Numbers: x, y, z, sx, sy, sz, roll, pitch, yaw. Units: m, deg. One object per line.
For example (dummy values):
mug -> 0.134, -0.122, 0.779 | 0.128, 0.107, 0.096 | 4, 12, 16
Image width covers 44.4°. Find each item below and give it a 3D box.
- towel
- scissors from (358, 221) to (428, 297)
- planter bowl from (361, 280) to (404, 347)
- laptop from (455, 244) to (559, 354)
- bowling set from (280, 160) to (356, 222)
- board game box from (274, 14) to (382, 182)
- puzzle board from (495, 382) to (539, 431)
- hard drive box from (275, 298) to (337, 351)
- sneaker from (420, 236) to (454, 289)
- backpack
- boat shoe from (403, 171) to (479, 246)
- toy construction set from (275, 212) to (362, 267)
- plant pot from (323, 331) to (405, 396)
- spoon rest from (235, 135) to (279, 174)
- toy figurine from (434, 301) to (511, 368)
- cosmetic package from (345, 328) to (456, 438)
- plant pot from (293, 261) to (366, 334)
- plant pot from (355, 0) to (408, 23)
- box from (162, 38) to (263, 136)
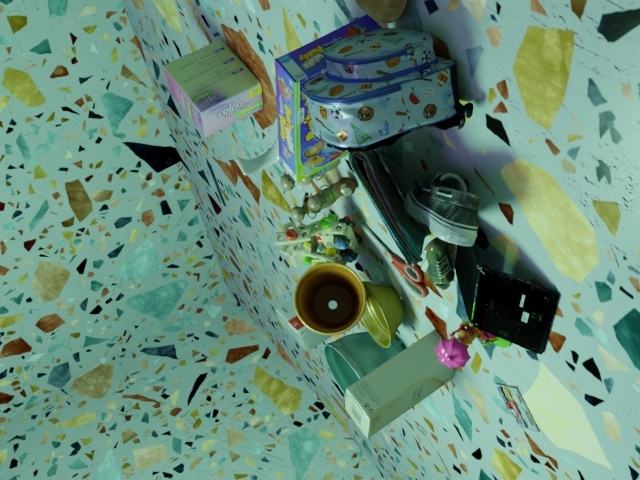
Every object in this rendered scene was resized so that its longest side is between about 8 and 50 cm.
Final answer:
towel -> 0.158, -0.091, 1.749 | 0.271, 0.040, 0.370 | 60, -168, -2
scissors -> 0.195, 0.054, 2.166 | 0.297, 0.021, 0.109 | 40, 156, 43
planter bowl -> 0.184, 0.198, 2.303 | 0.217, 0.090, 0.217 | 55, 160, 31
laptop -> 0.393, 0.090, 1.700 | 0.264, 0.136, 0.234 | 22, 147, 22
bowling set -> -0.013, -0.165, 2.167 | 0.200, 0.154, 0.287 | 34, 150, 55
board game box -> 0.021, -0.302, 1.725 | 0.078, 0.233, 0.347 | 52, 161, 24
puzzle board -> 0.490, 0.418, 1.962 | 0.128, 0.011, 0.096 | 61, 163, -7
hard drive box -> -0.005, 0.249, 2.680 | 0.181, 0.232, 0.089 | 37, 152, 50
sneaker -> 0.288, 0.059, 1.852 | 0.086, 0.064, 0.192 | 55, 169, 20
backpack -> 0.103, -0.280, 1.483 | 0.276, 0.263, 0.213 | 28, 144, 61
boat shoe -> 0.265, -0.080, 1.618 | 0.335, 0.121, 0.119 | -123, 51, -73
toy construction set -> 0.000, 0.000, 2.278 | 0.215, 0.151, 0.327 | 9, 173, 19
plant pot -> 0.172, 0.409, 2.512 | 0.293, 0.196, 0.293 | 52, 162, 25
spoon rest -> -0.093, -0.267, 2.094 | 0.137, 0.276, 0.084 | 62, -166, 11
toy figurine -> 0.335, 0.235, 1.846 | 0.130, 0.159, 0.173 | 61, 163, -4
cosmetic package -> 0.223, 0.396, 2.166 | 0.113, 0.309, 0.160 | 51, 162, 27
plant pot -> 0.033, 0.177, 2.279 | 0.205, 0.205, 0.188 | 56, 178, 11
plant pot -> 0.100, -0.528, 1.478 | 0.236, 0.032, 0.236 | 52, 161, 26
box -> -0.333, -0.477, 2.445 | 0.243, 0.213, 0.117 | 50, 160, 27
